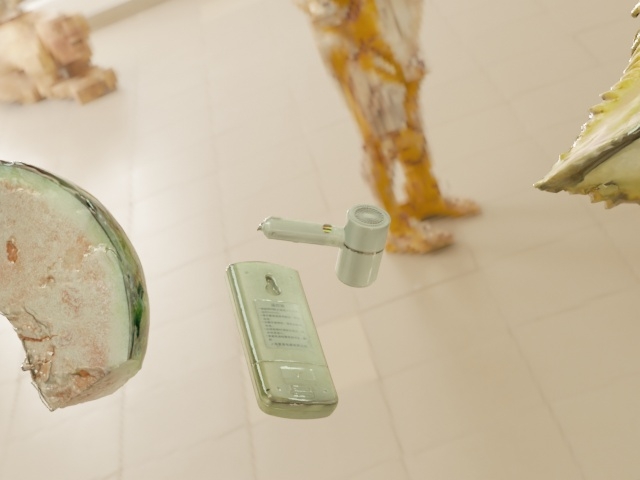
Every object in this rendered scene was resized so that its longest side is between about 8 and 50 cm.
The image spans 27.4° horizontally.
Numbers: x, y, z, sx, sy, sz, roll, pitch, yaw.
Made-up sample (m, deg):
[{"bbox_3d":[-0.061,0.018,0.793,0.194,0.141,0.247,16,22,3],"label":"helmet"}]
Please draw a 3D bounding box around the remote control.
[{"bbox_3d":[-0.049,0.117,1.571,0.098,0.038,0.233,7,41,-25],"label":"remote control"}]

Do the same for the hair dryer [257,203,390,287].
[{"bbox_3d":[0.000,0.000,1.389,0.137,0.082,0.047,8,34,-7],"label":"hair dryer"}]

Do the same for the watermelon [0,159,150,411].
[{"bbox_3d":[-0.303,0.028,1.481,0.180,0.305,0.224,-27,-12,-29],"label":"watermelon"}]

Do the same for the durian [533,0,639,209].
[{"bbox_3d":[0.262,-0.092,0.673,0.305,0.196,0.185,-53,17,-3],"label":"durian"}]
